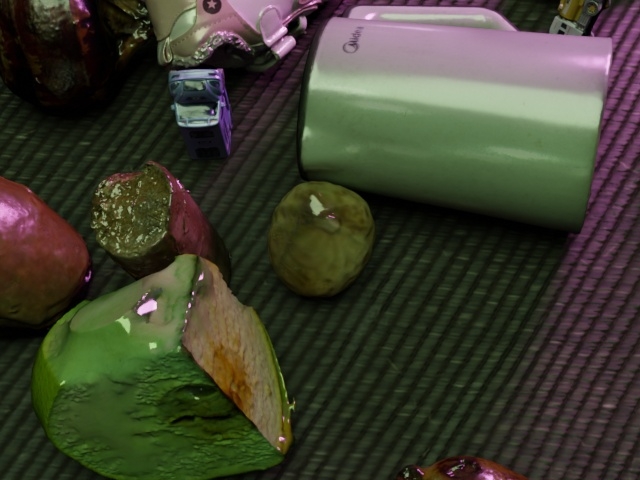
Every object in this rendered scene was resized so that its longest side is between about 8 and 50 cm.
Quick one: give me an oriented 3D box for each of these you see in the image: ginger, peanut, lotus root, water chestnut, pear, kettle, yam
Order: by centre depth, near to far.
[{"bbox_3d":[0.198,0.338,1.498,0.260,0.128,0.145,25,81,13],"label":"lotus root"},{"bbox_3d":[-0.209,0.168,1.547,0.282,0.286,0.176,-21,41,19],"label":"pear"},{"bbox_3d":[-0.198,-0.001,1.601,0.129,0.238,0.128,31,79,21],"label":"yam"},{"bbox_3d":[-0.443,0.009,1.615,0.269,0.223,0.200,-7,64,2],"label":"ginger"},{"bbox_3d":[0.000,0.000,1.636,0.141,0.159,0.109,19,24,-9],"label":"peanut"},{"bbox_3d":[0.181,-0.197,1.675,0.377,0.250,0.361,8,48,9],"label":"kettle"},{"bbox_3d":[-0.340,-0.296,1.734,0.238,0.223,0.223,-9,68,6],"label":"water chestnut"}]

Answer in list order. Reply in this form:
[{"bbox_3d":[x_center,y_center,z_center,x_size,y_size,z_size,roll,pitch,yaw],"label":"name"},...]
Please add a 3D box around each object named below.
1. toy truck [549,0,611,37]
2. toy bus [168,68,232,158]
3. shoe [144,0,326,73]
[{"bbox_3d":[0.362,-0.324,1.761,0.063,0.123,0.052,33,35,19],"label":"toy truck"},{"bbox_3d":[-0.157,-0.169,1.697,0.073,0.167,0.076,-2,71,3],"label":"toy bus"},{"bbox_3d":[-0.098,-0.330,1.751,0.351,0.172,0.198,-9,92,-29],"label":"shoe"}]
